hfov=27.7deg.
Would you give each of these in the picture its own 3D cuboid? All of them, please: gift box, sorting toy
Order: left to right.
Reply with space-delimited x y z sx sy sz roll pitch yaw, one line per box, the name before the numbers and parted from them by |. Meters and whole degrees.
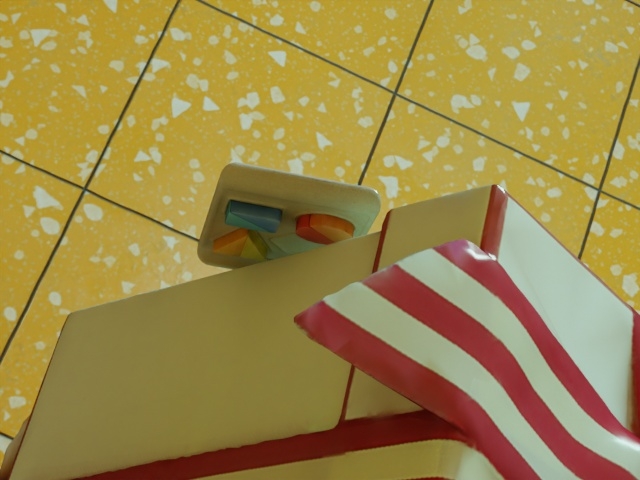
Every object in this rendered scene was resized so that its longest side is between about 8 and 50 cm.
sorting toy | 0.000 0.000 0.469 0.083 0.012 0.062 11 -33 -9
gift box | 0.019 0.146 0.449 0.258 0.255 0.276 -14 -35 39

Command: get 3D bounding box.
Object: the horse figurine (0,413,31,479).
horse figurine | -0.107 0.197 0.538 0.066 0.174 0.263 -9 -51 43
